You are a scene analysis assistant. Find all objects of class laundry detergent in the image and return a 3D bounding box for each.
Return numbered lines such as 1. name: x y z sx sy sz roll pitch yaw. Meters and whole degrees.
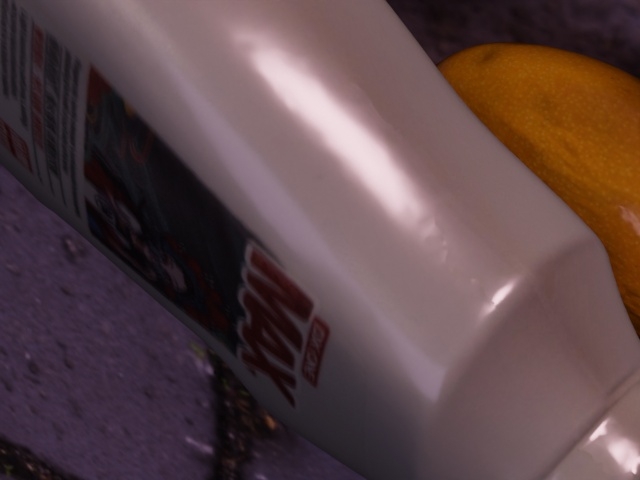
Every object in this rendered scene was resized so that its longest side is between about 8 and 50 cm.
1. laundry detergent: 0.000 0.000 0.551 0.398 0.124 0.264 43 154 15

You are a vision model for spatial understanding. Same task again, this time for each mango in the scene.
1. mango: 0.123 -0.017 0.544 0.190 0.075 0.098 43 138 8
